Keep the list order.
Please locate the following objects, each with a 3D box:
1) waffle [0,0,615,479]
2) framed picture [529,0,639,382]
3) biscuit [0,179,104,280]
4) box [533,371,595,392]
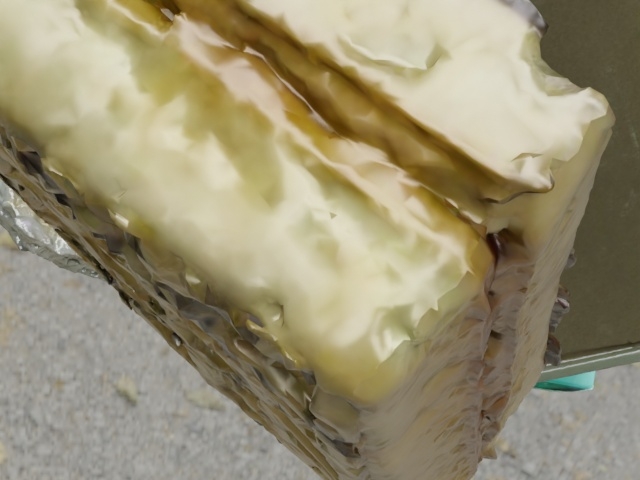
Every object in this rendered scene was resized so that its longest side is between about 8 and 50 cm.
[{"bbox_3d":[-0.033,-0.021,0.513,0.261,0.376,0.114,41,81,16],"label":"waffle"},{"bbox_3d":[0.131,-0.038,0.937,0.240,0.324,0.020,-12,25,-3],"label":"framed picture"},{"bbox_3d":[-0.182,-0.044,1.019,0.265,0.040,0.188,43,36,-8],"label":"biscuit"},{"bbox_3d":[0.253,0.015,1.643,0.118,0.205,0.311,13,88,-29],"label":"box"}]
